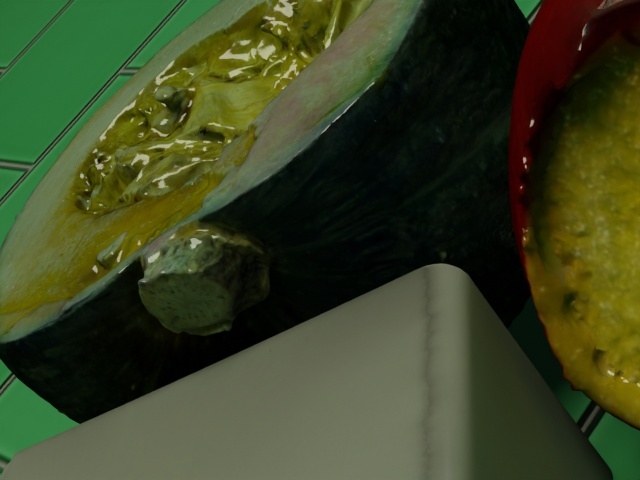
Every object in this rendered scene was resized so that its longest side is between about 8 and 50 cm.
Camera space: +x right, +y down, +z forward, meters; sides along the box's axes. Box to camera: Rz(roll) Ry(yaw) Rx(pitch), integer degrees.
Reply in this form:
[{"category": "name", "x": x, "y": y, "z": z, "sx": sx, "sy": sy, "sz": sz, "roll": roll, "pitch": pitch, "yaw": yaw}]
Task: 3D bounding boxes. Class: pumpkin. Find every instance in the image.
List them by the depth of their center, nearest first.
[{"category": "pumpkin", "x": 0.000, "y": 0.000, "z": 0.730, "sx": 0.293, "sy": 0.197, "sz": 0.263, "roll": -32, "pitch": 25, "yaw": 27}]

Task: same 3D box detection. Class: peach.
[{"category": "peach", "x": 0.165, "y": -0.029, "z": 0.580, "sx": 0.196, "sy": 0.189, "sz": 0.226, "roll": 146, "pitch": 140, "yaw": -66}]

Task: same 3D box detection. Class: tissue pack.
[{"category": "tissue pack", "x": -0.012, "y": 0.143, "z": 0.598, "sx": 0.246, "sy": 0.159, "sz": 0.136, "roll": -26, "pitch": 31, "yaw": 23}]
